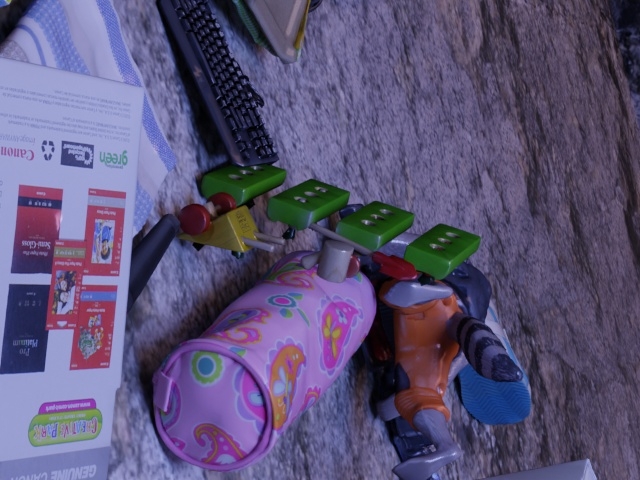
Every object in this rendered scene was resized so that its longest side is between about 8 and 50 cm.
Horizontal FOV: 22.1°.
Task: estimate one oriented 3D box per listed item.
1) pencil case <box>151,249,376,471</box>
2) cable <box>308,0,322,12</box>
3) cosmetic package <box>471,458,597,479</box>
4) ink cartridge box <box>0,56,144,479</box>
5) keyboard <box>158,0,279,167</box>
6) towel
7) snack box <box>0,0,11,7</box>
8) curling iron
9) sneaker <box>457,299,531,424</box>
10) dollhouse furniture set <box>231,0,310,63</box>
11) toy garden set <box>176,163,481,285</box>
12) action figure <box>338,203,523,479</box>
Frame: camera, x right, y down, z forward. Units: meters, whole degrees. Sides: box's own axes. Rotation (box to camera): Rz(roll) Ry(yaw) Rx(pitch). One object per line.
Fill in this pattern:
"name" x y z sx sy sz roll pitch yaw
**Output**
"pencil case" -0.046 0.098 1.433 0.124 0.124 0.284 70 24 -11
"cable" -0.047 -0.323 1.774 0.184 0.047 0.150 9 63 -59
"cosmetic package" 0.100 0.302 1.381 0.160 0.309 0.113 64 27 -21
"ink cartridge box" -0.249 0.024 0.961 0.309 0.130 0.272 5 89 -62
"keyboard" -0.089 -0.154 1.561 0.180 0.023 0.108 66 23 5
"towel" -0.188 -0.080 1.276 0.285 0.034 0.209 -72 146 -59
"snack box" -0.275 -0.288 1.216 0.174 0.070 0.207 57 28 -33
"curling iron" -0.163 0.065 1.290 0.274 0.035 0.068 -71 143 -51
"sneaker" 0.196 0.129 1.971 0.092 0.087 0.229 -77 146 -50
"dollhouse furniture set" -0.104 -0.331 1.599 0.301 0.151 0.197 57 47 -62
"toy garden set" 0.000 0.000 1.481 0.204 0.244 0.049 -30 137 -66
"action figure" 0.128 0.126 1.694 0.330 0.178 0.341 -72 146 -71
